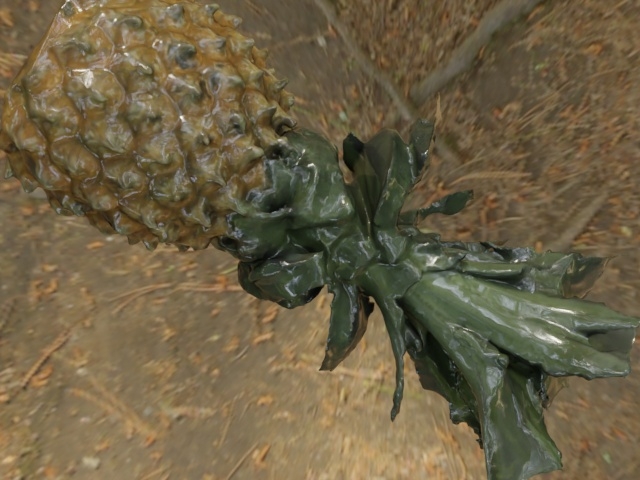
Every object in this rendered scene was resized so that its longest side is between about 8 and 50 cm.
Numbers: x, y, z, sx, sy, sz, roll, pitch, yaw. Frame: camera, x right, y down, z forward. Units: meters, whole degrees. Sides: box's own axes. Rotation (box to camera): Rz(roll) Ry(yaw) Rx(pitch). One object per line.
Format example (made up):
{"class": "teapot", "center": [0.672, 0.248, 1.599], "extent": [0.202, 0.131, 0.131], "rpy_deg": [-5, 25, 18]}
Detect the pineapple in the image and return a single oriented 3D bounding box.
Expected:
{"class": "pineapple", "center": [0.000, 0.000, 0.536], "extent": [0.277, 0.119, 0.130], "rpy_deg": [31, 67, -4]}
